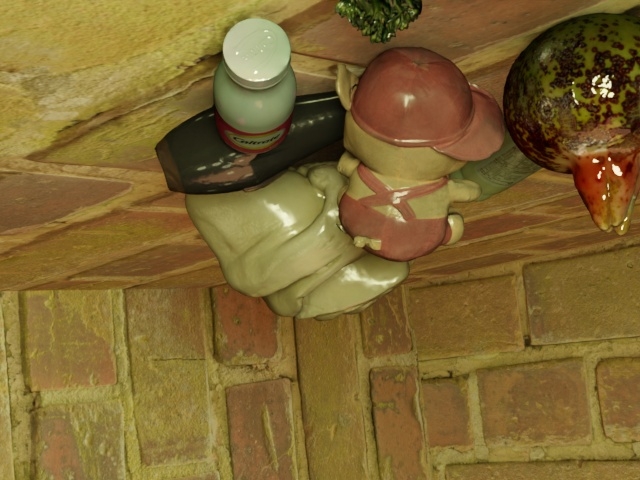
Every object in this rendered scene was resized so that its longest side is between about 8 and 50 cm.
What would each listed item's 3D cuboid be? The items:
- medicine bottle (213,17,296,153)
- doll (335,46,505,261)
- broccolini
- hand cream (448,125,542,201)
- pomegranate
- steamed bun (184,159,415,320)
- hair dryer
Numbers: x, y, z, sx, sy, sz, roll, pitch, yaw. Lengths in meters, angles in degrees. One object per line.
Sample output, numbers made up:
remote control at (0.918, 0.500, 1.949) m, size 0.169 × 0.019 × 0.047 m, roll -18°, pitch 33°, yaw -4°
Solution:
medicine bottle at (-0.071, -0.163, 1.073) m, size 0.091 × 0.090 × 0.216 m, roll -6°, pitch 169°, yaw -6°
doll at (0.106, -0.104, 1.176) m, size 0.196 × 0.255 × 0.152 m, roll -4°, pitch -146°, yaw -17°
broccolini at (0.038, -0.242, 0.839) m, size 0.091 × 0.068 × 0.202 m, roll -21°, pitch 153°, yaw 10°
hand cream at (0.307, -0.138, 1.544) m, size 0.147 × 0.093 × 0.306 m, roll 3°, pitch 166°, yaw -25°
pomegranate at (0.311, -0.126, 1.112) m, size 0.214 × 0.247 × 0.214 m, roll -1°, pitch 169°, yaw 0°
steamed bun at (0.000, 0.000, 1.565) m, size 0.343 × 0.255 × 0.368 m, roll -6°, pitch -174°, yaw 26°
hair dryer at (-0.065, -0.138, 1.359) m, size 0.304 × 0.120 × 0.359 m, roll -21°, pitch -177°, yaw -5°
